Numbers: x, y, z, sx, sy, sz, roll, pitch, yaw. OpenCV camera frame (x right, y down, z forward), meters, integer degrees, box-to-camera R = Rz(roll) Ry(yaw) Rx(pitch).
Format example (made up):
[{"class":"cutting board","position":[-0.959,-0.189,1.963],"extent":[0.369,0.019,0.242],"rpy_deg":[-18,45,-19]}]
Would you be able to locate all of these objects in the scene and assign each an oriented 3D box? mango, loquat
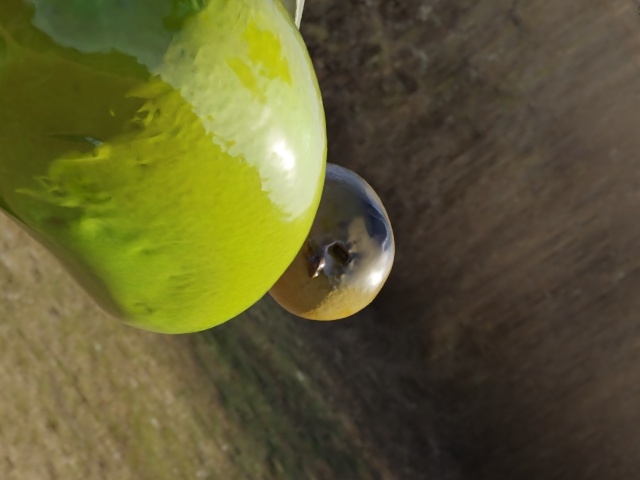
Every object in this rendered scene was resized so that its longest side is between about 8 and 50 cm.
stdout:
[{"class":"mango","position":[-0.088,-0.062,0.717],"extent":[0.273,0.185,0.149],"rpy_deg":[52,29,-44]},{"class":"loquat","position":[0.000,0.000,1.351],"extent":[0.163,0.137,0.163],"rpy_deg":[54,4,-5]}]

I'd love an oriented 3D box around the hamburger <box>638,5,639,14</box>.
[{"class":"hamburger","position":[0.339,-0.152,0.743],"extent":[0.211,0.309,0.132],"rpy_deg":[-149,-135,-75]}]

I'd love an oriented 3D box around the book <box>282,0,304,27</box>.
[{"class":"book","position":[-0.011,-0.298,1.063],"extent":[0.282,0.025,0.214],"rpy_deg":[98,0,-60]}]
